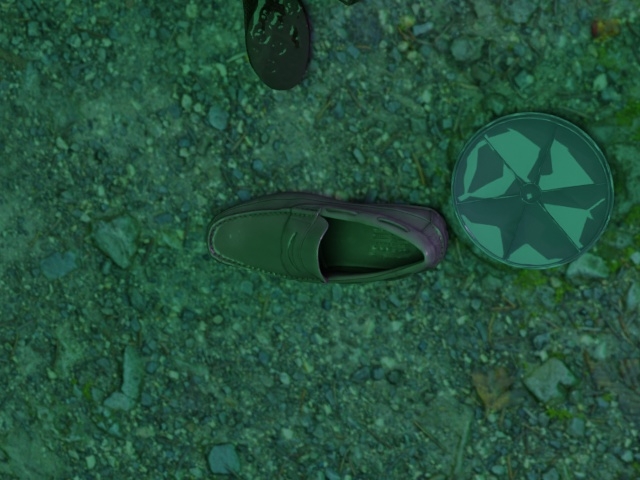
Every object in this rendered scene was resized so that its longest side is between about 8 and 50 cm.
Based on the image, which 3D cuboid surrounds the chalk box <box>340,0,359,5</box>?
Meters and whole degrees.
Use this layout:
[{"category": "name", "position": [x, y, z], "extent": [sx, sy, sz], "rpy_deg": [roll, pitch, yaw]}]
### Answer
[{"category": "chalk box", "position": [0.048, -0.405, 1.880], "extent": [0.132, 0.132, 0.213], "rpy_deg": [33, 112, 6]}]

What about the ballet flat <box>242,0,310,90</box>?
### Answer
[{"category": "ballet flat", "position": [-0.068, -0.310, 1.990], "extent": [0.084, 0.058, 0.250], "rpy_deg": [-15, 109, -2]}]

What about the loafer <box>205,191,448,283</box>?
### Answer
[{"category": "loafer", "position": [0.000, 0.000, 2.029], "extent": [0.319, 0.111, 0.112], "rpy_deg": [-2, 106, 17]}]

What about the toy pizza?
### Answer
[{"category": "toy pizza", "position": [0.261, -0.062, 1.975], "extent": [0.201, 0.032, 0.201], "rpy_deg": [5, 109, 15]}]
